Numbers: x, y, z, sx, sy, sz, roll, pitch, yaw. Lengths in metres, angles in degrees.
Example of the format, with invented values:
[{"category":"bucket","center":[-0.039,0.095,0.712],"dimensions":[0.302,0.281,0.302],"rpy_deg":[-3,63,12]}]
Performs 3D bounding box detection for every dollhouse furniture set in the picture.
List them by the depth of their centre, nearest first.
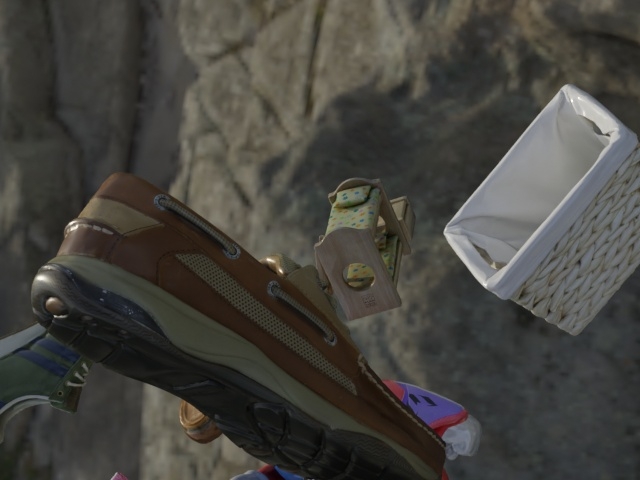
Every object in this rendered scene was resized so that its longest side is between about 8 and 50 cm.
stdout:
[{"category":"dollhouse furniture set","center":[0.000,0.000,1.583],"dimensions":[0.161,0.101,0.182],"rpy_deg":[-17,26,17]}]

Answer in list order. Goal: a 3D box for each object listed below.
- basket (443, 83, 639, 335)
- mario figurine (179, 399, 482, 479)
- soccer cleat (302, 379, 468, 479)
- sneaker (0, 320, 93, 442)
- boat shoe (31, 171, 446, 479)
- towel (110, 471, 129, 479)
[{"category":"basket","center":[0.202,-0.022,1.240],"dimensions":[0.167,0.103,0.113],"rpy_deg":[-50,29,10]},{"category":"mario figurine","center":[0.024,0.211,1.421],"dimensions":[0.198,0.320,0.170],"rpy_deg":[-13,50,39]},{"category":"soccer cleat","center":[0.038,0.264,1.160],"dimensions":[0.116,0.108,0.318],"rpy_deg":[5,82,16]},{"category":"sneaker","center":[-0.220,0.108,1.320],"dimensions":[0.086,0.192,0.064],"rpy_deg":[63,177,15]},{"category":"boat shoe","center":[-0.033,0.065,1.011],"dimensions":[0.123,0.324,0.120],"rpy_deg":[-11,52,49]},{"category":"towel","center":[-0.208,0.337,1.559],"dimensions":[0.144,0.029,0.197],"rpy_deg":[-43,43,-9]}]
